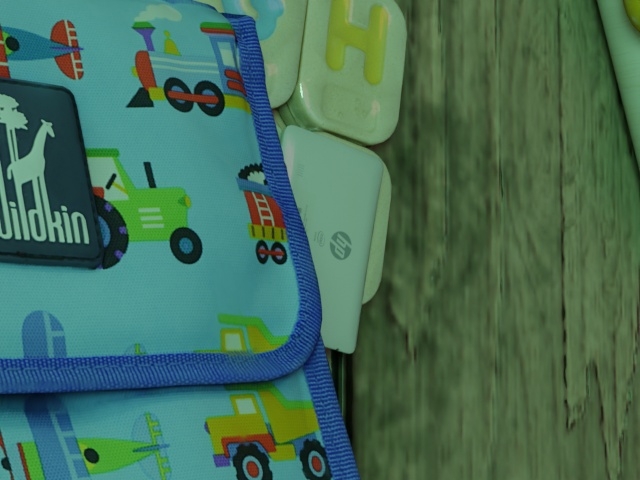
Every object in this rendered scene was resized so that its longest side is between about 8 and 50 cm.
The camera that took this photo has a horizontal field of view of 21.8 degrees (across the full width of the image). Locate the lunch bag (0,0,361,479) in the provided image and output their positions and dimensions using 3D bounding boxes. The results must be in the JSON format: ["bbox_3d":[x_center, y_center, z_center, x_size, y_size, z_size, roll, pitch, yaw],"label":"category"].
[{"bbox_3d":[-0.107,0.036,0.526,0.221,0.138,0.293,-1,79,-39],"label":"lunch bag"}]

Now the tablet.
[{"bbox_3d":[0.000,0.000,0.668,0.054,0.006,0.083,19,75,-37],"label":"tablet"}]

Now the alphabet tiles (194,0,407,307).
[{"bbox_3d":[-0.079,-0.068,0.628,0.284,0.021,0.278,18,73,-37],"label":"alphabet tiles"}]

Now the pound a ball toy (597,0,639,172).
[{"bbox_3d":[0.217,-0.154,0.767,0.136,0.208,0.319,-20,98,-40],"label":"pound a ball toy"}]
